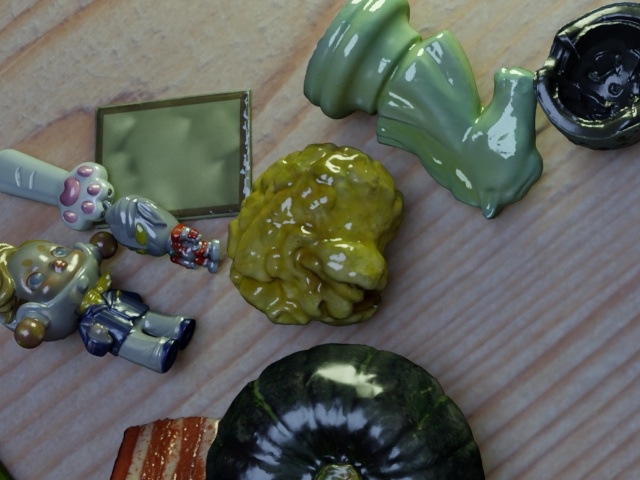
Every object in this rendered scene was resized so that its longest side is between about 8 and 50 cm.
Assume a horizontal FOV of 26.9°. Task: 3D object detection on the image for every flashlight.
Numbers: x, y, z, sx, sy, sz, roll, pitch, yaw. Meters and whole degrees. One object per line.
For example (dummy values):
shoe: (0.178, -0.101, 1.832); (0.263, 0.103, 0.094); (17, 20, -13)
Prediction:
flashlight: (-0.368, -0.077, 1.800); (0.200, 0.047, 0.093); (18, 90, 25)

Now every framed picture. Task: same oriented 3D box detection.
framed picture: (-0.197, -0.107, 1.769); (0.231, 0.010, 0.173); (-3, 80, 19)

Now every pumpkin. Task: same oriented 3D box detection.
pumpkin: (0.026, 0.275, 1.499); (0.323, 0.241, 0.323); (-2, 81, 10)

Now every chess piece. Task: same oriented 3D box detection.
chess piece: (0.141, -0.164, 1.590); (0.298, 0.176, 0.176); (34, 94, 11)

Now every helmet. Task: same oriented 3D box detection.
helmet: (0.335, -0.174, 1.539); (0.153, 0.107, 0.177); (29, 72, 28)

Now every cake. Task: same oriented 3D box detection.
cake: (-0.171, 0.364, 1.661); (0.158, 0.159, 0.262); (-11, 43, 18)

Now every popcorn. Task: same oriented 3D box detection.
popcorn: (0.000, 0.000, 1.578); (0.226, 0.200, 0.203); (-20, 41, -9)

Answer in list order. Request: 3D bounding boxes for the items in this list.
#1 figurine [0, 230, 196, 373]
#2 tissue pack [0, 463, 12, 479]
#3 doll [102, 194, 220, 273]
figurine: (-0.294, 0.079, 1.722); (0.274, 0.133, 0.194); (7, 50, -2)
tissue pack: (-0.517, 0.322, 1.781); (0.173, 0.073, 0.235); (-45, 69, 9)
doll: (-0.207, -0.010, 1.721); (0.180, 0.094, 0.079); (24, 52, 13)
